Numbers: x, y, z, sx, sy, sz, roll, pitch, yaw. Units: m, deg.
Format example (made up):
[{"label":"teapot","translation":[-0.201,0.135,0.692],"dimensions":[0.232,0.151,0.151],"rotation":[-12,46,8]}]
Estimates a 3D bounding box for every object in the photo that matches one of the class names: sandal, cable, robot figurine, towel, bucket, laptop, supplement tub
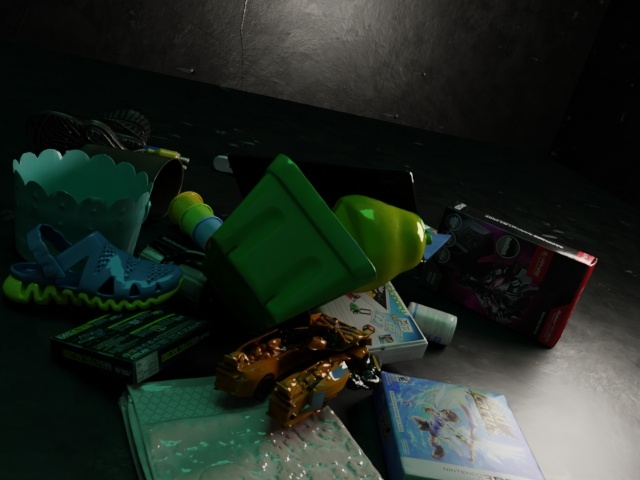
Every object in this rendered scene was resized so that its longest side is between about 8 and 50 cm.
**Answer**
[{"label":"sandal","translation":[-0.408,0.047,1.193],"dimensions":[0.317,0.138,0.126],"rotation":[4,13,-9]},{"label":"cable","translation":[-0.506,-0.229,1.777],"dimensions":[0.287,0.139,0.072],"rotation":[27,41,-19]},{"label":"robot figurine","translation":[-0.021,0.198,1.078],"dimensions":[0.211,0.085,0.291],"rotation":[22,23,28]},{"label":"towel","translation":[-0.102,0.301,0.969],"dimensions":[0.331,0.053,0.317],"rotation":[1,26,-30]},{"label":"bucket","translation":[-0.503,-0.061,1.387],"dimensions":[0.281,0.183,0.281],"rotation":[14,22,-6]},{"label":"laptop","translation":[0.064,-0.086,1.445],"dimensions":[0.382,0.408,0.236],"rotation":[8,50,22]},{"label":"supplement tub","translation":[0.238,0.183,1.454],"dimensions":[0.107,0.071,0.071],"rotation":[18,22,6]}]

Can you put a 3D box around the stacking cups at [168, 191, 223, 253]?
[{"label":"stacking cups","translation":[-0.255,0.000,1.559],"dimensions":[0.096,0.096,0.316],"rotation":[-3,33,-38]}]

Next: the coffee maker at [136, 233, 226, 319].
[{"label":"coffee maker","translation":[-0.266,0.072,1.351],"dimensions":[0.178,0.120,0.171],"rotation":[25,-1,19]}]

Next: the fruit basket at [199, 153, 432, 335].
[{"label":"fruit basket","translation":[0.000,0.000,1.164],"dimensions":[0.283,0.392,0.392],"rotation":[52,27,1]}]

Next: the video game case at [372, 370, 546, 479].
[{"label":"video game case","translation":[0.224,0.334,1.098],"dimensions":[0.244,0.061,0.269],"rotation":[13,22,-9]}]

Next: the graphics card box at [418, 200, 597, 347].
[{"label":"graphics card box","translation":[0.452,0.077,1.637],"dimensions":[0.371,0.233,0.094],"rotation":[27,25,23]}]

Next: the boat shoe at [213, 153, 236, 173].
[{"label":"boat shoe","translation":[-0.250,-0.242,2.145],"dimensions":[0.183,0.065,0.083],"rotation":[19,23,10]}]

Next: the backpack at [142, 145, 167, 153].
[{"label":"backpack","translation":[-0.458,-0.211,1.887],"dimensions":[0.120,0.101,0.098],"rotation":[10,28,-28]}]

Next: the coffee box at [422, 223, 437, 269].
[{"label":"coffee box","translation":[0.305,0.029,1.813],"dimensions":[0.184,0.113,0.040],"rotation":[31,25,30]}]

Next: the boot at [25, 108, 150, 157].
[{"label":"boot","translation":[-0.678,-0.328,1.964],"dimensions":[0.348,0.131,0.260],"rotation":[18,26,-25]}]

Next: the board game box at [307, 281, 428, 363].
[{"label":"board game box","translation":[0.069,0.131,1.376],"dimensions":[0.193,0.053,0.305],"rotation":[-4,39,-21]}]

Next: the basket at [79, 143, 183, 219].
[{"label":"basket","translation":[-0.494,-0.159,1.679],"dimensions":[0.226,0.154,0.204],"rotation":[15,26,8]}]

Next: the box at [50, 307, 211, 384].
[{"label":"box","translation":[-0.312,0.166,1.103],"dimensions":[0.184,0.045,0.190],"rotation":[6,16,27]}]
